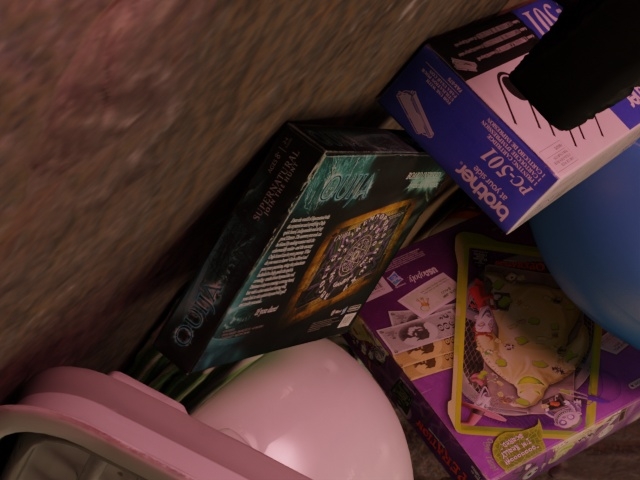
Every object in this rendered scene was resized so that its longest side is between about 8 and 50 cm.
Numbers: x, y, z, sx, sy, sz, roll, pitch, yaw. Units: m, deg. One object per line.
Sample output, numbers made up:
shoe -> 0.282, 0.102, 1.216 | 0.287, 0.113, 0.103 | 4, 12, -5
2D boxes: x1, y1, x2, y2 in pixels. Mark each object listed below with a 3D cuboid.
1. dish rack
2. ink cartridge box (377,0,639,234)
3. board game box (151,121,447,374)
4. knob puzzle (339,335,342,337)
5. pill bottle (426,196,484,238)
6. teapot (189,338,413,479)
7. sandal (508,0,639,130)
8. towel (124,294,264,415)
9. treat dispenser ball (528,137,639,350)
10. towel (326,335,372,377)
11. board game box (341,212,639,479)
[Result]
dish rack -> -0.037, 0.192, 0.759 | 0.285, 0.333, 0.072 | -56, -172, 48
ink cartridge box -> 0.120, -0.077, 0.832 | 0.046, 0.097, 0.207 | -49, 169, 31
board game box -> 0.000, 0.000, 0.760 | 0.126, 0.026, 0.186 | -58, 161, 15
knob puzzle -> -0.009, 0.161, 1.643 | 0.213, 0.030, 0.213 | -42, 172, -7
pill bottle -> 0.204, -0.022, 1.402 | 0.221, 0.121, 0.121 | -41, 172, -33
teapot -> -0.025, 0.193, 0.956 | 0.252, 0.187, 0.256 | -47, 171, 29
sandal -> 0.114, -0.145, 0.534 | 0.167, 0.107, 0.446 | -47, -177, 18
towel -> -0.067, 0.083, 0.965 | 0.248, 0.038, 0.325 | -35, 168, -46
treat dispenser ball -> 0.294, -0.050, 1.116 | 0.288, 0.288, 0.288 | -42, 172, -8
towel -> -0.063, 0.279, 1.323 | 0.320, 0.090, 0.374 | -39, 145, -23
board game box -> 0.200, 0.056, 1.225 | 0.347, 0.208, 0.056 | -22, 145, -29
